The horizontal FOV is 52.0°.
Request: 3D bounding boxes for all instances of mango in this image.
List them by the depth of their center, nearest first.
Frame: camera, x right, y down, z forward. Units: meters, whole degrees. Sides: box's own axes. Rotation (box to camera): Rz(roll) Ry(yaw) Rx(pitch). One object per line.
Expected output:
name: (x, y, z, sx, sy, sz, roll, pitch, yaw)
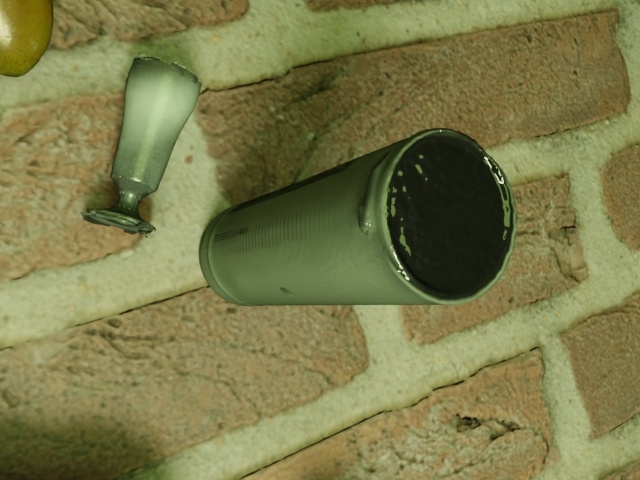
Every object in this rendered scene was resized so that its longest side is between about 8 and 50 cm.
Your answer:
mango: (-0.285, -0.224, 0.545, 0.111, 0.089, 0.163, -41, 114, 4)

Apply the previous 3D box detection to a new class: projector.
projector: (0.000, 0.000, 0.529, 0.108, 0.337, 0.108, 3, 83, -28)

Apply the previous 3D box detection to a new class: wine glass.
wine glass: (-0.163, -0.085, 0.604, 0.072, 0.072, 0.155, 19, 79, -24)
